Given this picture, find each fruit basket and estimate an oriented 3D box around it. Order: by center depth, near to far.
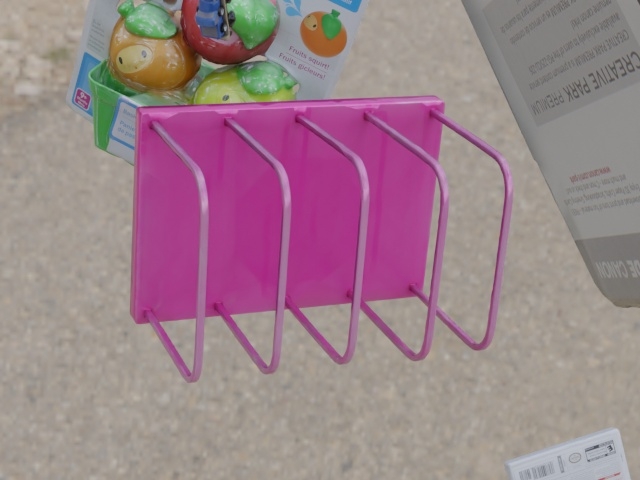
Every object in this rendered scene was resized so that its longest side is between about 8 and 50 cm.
[{"bbox_3d":[-0.138,-0.221,1.610,0.327,0.353,0.165,28,42,6],"label":"fruit basket"}]

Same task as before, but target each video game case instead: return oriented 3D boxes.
[{"bbox_3d":[0.184,0.202,0.964,0.087,0.122,0.011,-15,5,-13],"label":"video game case"}]

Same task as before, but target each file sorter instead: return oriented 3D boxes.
[{"bbox_3d":[0.000,0.000,1.187,0.291,0.202,0.182,-5,24,-22],"label":"file sorter"}]

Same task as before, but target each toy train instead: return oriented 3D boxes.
[{"bbox_3d":[-0.093,-0.226,1.103,0.027,0.158,0.036,10,44,18],"label":"toy train"}]

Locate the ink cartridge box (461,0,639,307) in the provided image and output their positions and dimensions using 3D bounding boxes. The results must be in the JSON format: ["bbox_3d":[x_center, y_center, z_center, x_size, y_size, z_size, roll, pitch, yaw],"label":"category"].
[{"bbox_3d":[0.135,-0.122,0.438,0.130,0.271,0.309,-25,1,-6],"label":"ink cartridge box"}]
